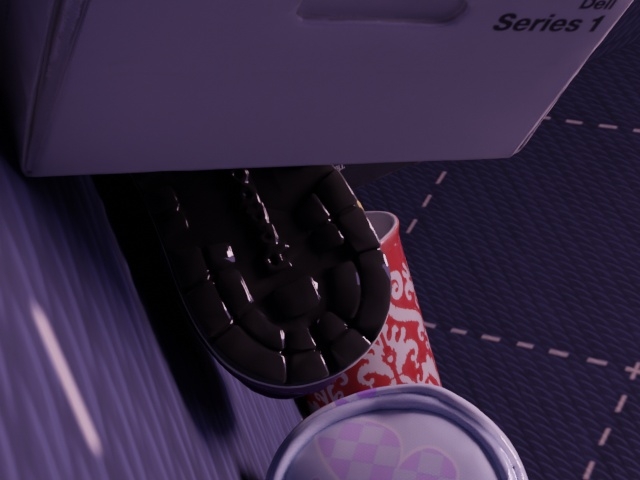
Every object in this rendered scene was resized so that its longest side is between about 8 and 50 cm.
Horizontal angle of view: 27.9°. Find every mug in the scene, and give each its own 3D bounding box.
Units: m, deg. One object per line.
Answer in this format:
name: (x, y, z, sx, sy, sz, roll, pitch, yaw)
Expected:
mug: (0.027, 0.073, 0.925, 0.150, 0.113, 0.169, -99, 169, -74)

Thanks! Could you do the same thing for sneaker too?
sneaker: (-0.064, -0.059, 0.589, 0.124, 0.107, 0.283, 120, -49, -75)

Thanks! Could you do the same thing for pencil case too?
pencil case: (0.058, 0.165, 0.642, 0.273, 0.114, 0.124, 61, 14, -63)

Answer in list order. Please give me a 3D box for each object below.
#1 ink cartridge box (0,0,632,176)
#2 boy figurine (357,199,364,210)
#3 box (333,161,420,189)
ink cartridge box: (-0.034, -0.164, 0.477, 0.117, 0.201, 0.278, -60, -138, 47)
boy figurine: (0.000, 0.000, 1.180, 0.285, 0.092, 0.177, 64, -3, -28)
box: (-0.025, -0.108, 0.915, 0.093, 0.156, 0.158, -110, 177, -68)
